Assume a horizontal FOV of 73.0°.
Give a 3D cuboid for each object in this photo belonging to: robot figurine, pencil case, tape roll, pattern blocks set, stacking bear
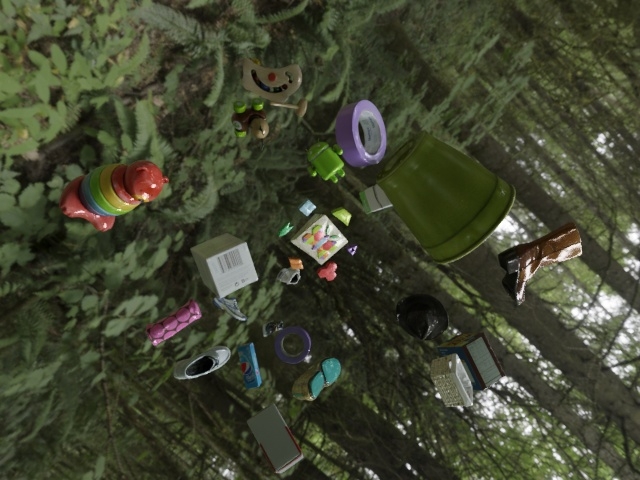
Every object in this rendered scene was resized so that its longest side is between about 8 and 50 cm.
[{"bbox_3d":[0.014,-0.203,1.111,0.101,0.115,0.067,-39,-178,7],"label":"robot figurine"},{"bbox_3d":[-0.559,0.305,1.647,0.209,0.095,0.098,-31,-136,-18],"label":"pencil case"},{"bbox_3d":[-0.147,0.556,2.315,0.189,0.189,0.080,-47,175,-3],"label":"tape roll"},{"bbox_3d":[0.180,-0.463,1.885,0.090,0.275,0.275,-3,-144,40],"label":"tape roll"},{"bbox_3d":[0.000,0.000,1.551,0.285,0.324,0.026,-53,-143,13],"label":"pattern blocks set"},{"bbox_3d":[-0.588,-0.153,1.279,0.288,0.175,0.164,-13,-118,25],"label":"stacking bear"}]

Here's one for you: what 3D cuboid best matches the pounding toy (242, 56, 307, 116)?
[{"bbox_3d":[-0.152,-0.565,1.528,0.154,0.269,0.155,-62,-170,21],"label":"pounding toy"}]

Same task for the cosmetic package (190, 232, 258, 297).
[{"bbox_3d":[-0.339,0.082,1.515,0.151,0.152,0.183,-25,-157,-25],"label":"cosmetic package"}]

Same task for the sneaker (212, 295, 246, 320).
[{"bbox_3d":[-0.310,0.231,1.517,0.058,0.135,0.052,-56,-175,-13],"label":"sneaker"}]

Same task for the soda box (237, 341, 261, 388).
[{"bbox_3d":[-0.354,0.624,2.162,0.067,0.210,0.071,-13,179,4],"label":"soda box"}]

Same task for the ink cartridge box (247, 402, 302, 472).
[{"bbox_3d":[-0.102,0.470,1.019,0.072,0.127,0.175,-30,156,-17],"label":"ink cartridge box"}]

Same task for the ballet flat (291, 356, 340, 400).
[{"bbox_3d":[-0.021,0.589,1.860,0.123,0.123,0.348,-44,168,19],"label":"ballet flat"}]

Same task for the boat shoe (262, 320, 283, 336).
[{"bbox_3d":[-0.260,0.477,2.372,0.083,0.065,0.183,-8,-176,8],"label":"boat shoe"}]

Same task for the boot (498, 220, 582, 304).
[{"bbox_3d":[0.797,0.088,1.563,0.280,0.264,0.096,-24,-156,2],"label":"boot"}]

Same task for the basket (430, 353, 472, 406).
[{"bbox_3d":[0.491,0.528,1.622,0.103,0.167,0.113,-22,-164,26],"label":"basket"}]

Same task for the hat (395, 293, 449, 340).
[{"bbox_3d":[0.571,0.470,2.456,0.331,0.331,0.134,-42,-170,34],"label":"hat"}]

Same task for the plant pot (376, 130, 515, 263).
[{"bbox_3d":[0.391,-0.171,1.480,0.366,0.353,0.366,-48,-170,11],"label":"plant pot"}]

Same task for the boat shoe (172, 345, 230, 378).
[{"bbox_3d":[-0.386,0.419,1.472,0.081,0.079,0.227,-7,-178,39],"label":"boat shoe"}]

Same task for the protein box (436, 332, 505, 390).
[{"bbox_3d":[0.655,0.529,1.901,0.135,0.201,0.200,-22,173,-21],"label":"protein box"}]

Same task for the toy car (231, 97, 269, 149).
[{"bbox_3d":[-0.276,-0.467,1.796,0.148,0.188,0.155,-17,148,-20],"label":"toy car"}]

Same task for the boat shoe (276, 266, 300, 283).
[{"bbox_3d":[-0.156,0.199,2.407,0.096,0.088,0.267,-57,168,3],"label":"boat shoe"}]

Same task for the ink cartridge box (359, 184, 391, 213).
[{"bbox_3d":[0.332,-0.219,1.980,0.198,0.115,0.273,-18,-179,-21],"label":"ink cartridge box"}]
